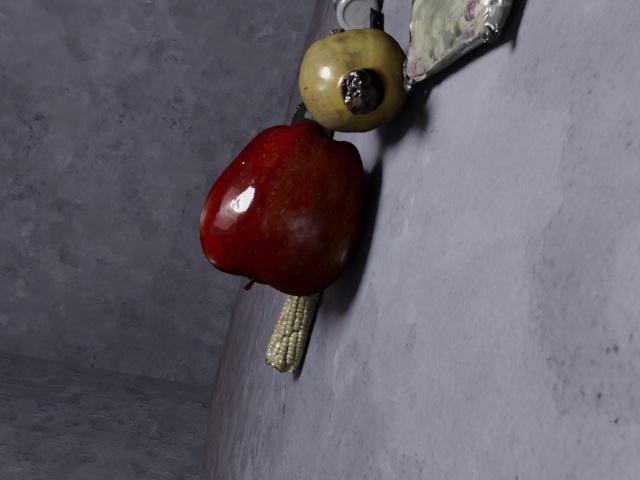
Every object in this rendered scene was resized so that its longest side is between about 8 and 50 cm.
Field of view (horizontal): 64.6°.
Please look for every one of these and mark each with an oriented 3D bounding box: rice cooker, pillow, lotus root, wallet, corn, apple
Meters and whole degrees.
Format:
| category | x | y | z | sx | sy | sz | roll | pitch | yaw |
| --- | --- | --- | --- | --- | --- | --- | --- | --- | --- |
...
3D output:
| category | x | y | z | sx | sy | sz | roll | pitch | yaw |
| --- | --- | --- | --- | --- | --- | --- | --- | --- | --- |
| rice cooker | -0.031 | -0.304 | 1.437 | 0.142 | 0.119 | 0.202 | 122 | 162 | -55 |
| pillow | 0.174 | -0.288 | 0.642 | 0.255 | 0.060 | 0.168 | -164 | 82 | -77 |
| lotus root | 0.058 | -0.254 | 0.816 | 0.310 | 0.183 | 0.182 | -101 | 28 | -67 |
| wallet | 0.093 | -0.417 | 1.199 | 0.222 | 0.036 | 0.167 | 119 | 160 | -52 |
| corn | -0.063 | 0.188 | 1.112 | 0.087 | 0.087 | 0.210 | -138 | 62 | -76 |
| apple | -0.061 | -0.048 | 0.915 | 0.316 | 0.288 | 0.288 | -64 | 11 | -5 |

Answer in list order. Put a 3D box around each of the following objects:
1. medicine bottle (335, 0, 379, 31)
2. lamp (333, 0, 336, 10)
| category | x | y | z | sx | sy | sz | roll | pitch | yaw |
| --- | --- | --- | --- | --- | --- | --- | --- | --- | --- |
| medicine bottle | 0.088 | -0.589 | 1.250 | 0.168 | 0.105 | 0.105 | -89 | 18 | -47 |
| lamp | 0.053 | -0.791 | 1.471 | 0.313 | 0.182 | 0.181 | 117 | 163 | -60 |
